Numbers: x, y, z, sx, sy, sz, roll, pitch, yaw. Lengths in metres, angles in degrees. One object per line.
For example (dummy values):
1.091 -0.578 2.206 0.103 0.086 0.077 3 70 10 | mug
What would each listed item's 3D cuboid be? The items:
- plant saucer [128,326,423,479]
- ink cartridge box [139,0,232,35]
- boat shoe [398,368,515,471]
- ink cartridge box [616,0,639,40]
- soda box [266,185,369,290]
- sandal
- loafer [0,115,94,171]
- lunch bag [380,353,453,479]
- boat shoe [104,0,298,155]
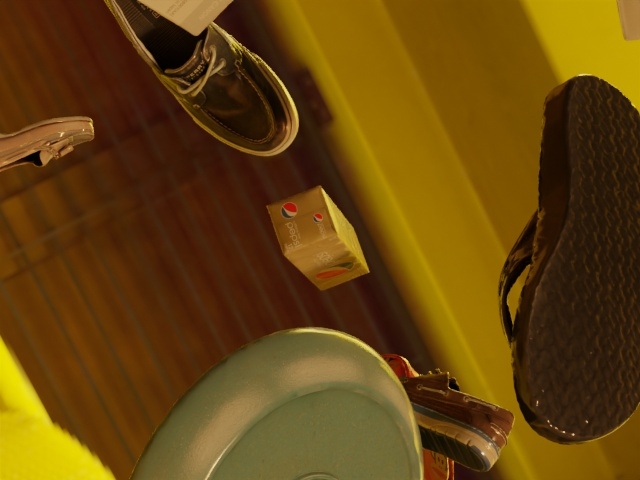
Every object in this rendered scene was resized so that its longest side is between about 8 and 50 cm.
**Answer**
-0.024 0.227 1.210 0.317 0.317 0.043 -31 31 -32 | plant saucer
-0.132 -0.354 1.488 0.275 0.239 0.060 -40 41 29 | ink cartridge box
0.109 0.163 1.476 0.183 0.066 0.066 24 59 38 | boat shoe
0.277 -0.243 1.115 0.128 0.127 0.176 -7 29 17 | ink cartridge box
0.000 0.000 1.619 0.061 0.058 0.181 -21 -17 7 | soda box
0.259 0.028 1.568 0.107 0.167 0.446 -33 32 44 | sandal
-0.252 -0.075 1.307 0.125 0.039 0.045 -13 -17 -21 | loafer
0.015 0.292 1.798 0.293 0.120 0.258 -25 42 26 | lunch bag
-0.167 -0.228 1.961 0.121 0.335 0.119 -46 7 12 | boat shoe
